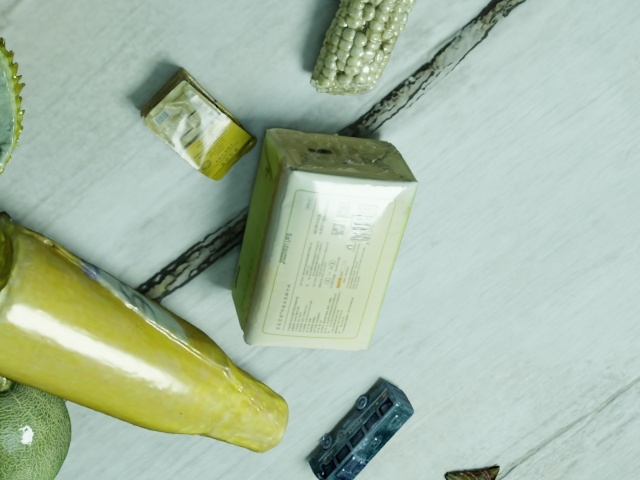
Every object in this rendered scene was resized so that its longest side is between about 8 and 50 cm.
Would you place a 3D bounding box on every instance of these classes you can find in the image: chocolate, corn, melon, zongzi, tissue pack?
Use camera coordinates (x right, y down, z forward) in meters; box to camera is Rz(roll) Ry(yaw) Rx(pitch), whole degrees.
[{"bbox_3d":[-0.216,0.131,1.215,0.445,0.162,0.162,31,106,-35],"label":"chocolate"},{"bbox_3d":[0.055,-0.238,1.109,0.087,0.087,0.211,12,114,-24],"label":"corn"},{"bbox_3d":[-0.359,0.219,1.207,0.139,0.139,0.192,-7,129,-15],"label":"melon"},{"bbox_3d":[0.239,0.361,1.558,0.073,0.067,0.083,-53,141,2],"label":"zongzi"},{"bbox_3d":[0.000,0.000,1.207,0.159,0.125,0.234,3,119,-19],"label":"tissue pack"}]

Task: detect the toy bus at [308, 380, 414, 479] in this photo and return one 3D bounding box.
[{"bbox_3d":[0.055,0.267,1.421,0.047,0.065,0.166,32,104,-32],"label":"toy bus"}]

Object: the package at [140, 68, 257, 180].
[{"bbox_3d":[-0.128,-0.118,1.140,0.071,0.047,0.131,-43,122,5],"label":"package"}]

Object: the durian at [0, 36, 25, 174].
[{"bbox_3d":[-0.390,-0.109,0.996,0.137,0.193,0.237,14,109,21],"label":"durian"}]
